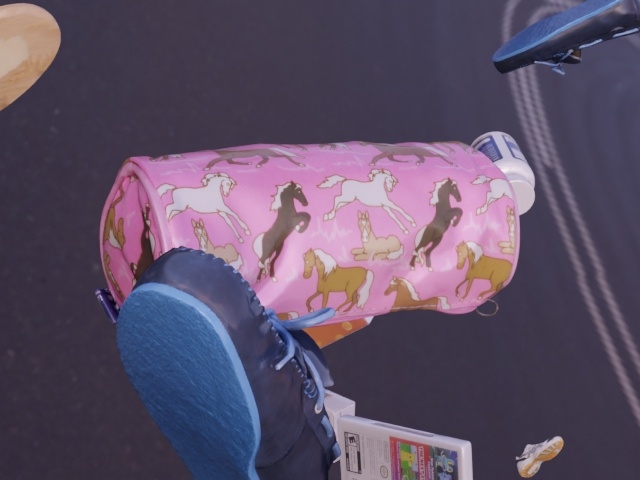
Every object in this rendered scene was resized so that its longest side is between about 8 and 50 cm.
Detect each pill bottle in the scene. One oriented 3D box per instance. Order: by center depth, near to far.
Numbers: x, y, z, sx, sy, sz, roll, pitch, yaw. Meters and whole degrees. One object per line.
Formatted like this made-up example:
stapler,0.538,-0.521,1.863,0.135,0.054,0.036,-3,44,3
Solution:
pill bottle,0.311,-0.110,2.155,0.094,0.094,0.169,36,20,-23

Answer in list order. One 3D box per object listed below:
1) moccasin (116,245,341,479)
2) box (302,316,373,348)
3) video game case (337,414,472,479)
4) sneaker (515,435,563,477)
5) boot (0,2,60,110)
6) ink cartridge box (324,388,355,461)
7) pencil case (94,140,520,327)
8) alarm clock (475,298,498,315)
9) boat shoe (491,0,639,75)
moccasin,-0.057,0.101,0.920,0.138,0.117,0.342,27,-28,22
box,-0.088,0.075,2.001,0.215,0.345,0.168,53,33,-12
video game case,0.103,0.319,1.511,0.183,0.201,0.023,7,16,39
sneaker,0.307,0.298,1.793,0.032,0.083,0.037,28,28,-33
boot,-0.403,-0.182,1.246,0.104,0.295,0.211,59,1,-39
ink cartridge box,-0.007,0.277,1.959,0.122,0.088,0.052,20,27,40
pencil case,0.000,0.000,1.126,0.386,0.167,0.160,-7,34,-33
alarm clock,0.247,0.060,2.128,0.192,0.129,0.064,55,24,-29
boat shoe,0.409,-0.323,2.081,0.089,0.258,0.109,56,33,-24
